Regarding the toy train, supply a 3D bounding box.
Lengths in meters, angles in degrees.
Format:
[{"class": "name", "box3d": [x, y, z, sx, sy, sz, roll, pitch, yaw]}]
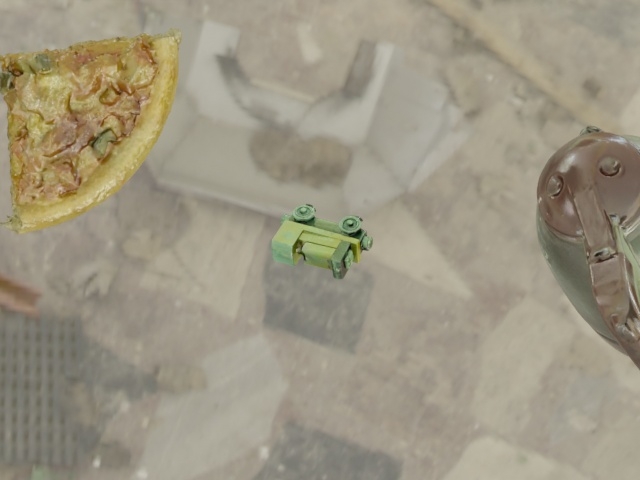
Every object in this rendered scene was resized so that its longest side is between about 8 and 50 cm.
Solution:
[{"class": "toy train", "box3d": [0.000, 0.000, 1.910, 0.122, 0.050, 0.081, 15, 47, 21]}]

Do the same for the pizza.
[{"class": "pizza", "box3d": [-0.268, -0.140, 1.693, 0.292, 0.058, 0.197, -48, 115, -5]}]

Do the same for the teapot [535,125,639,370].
[{"class": "teapot", "box3d": [0.378, 0.025, 1.865, 0.312, 0.233, 0.315, 38, 38, -48]}]
